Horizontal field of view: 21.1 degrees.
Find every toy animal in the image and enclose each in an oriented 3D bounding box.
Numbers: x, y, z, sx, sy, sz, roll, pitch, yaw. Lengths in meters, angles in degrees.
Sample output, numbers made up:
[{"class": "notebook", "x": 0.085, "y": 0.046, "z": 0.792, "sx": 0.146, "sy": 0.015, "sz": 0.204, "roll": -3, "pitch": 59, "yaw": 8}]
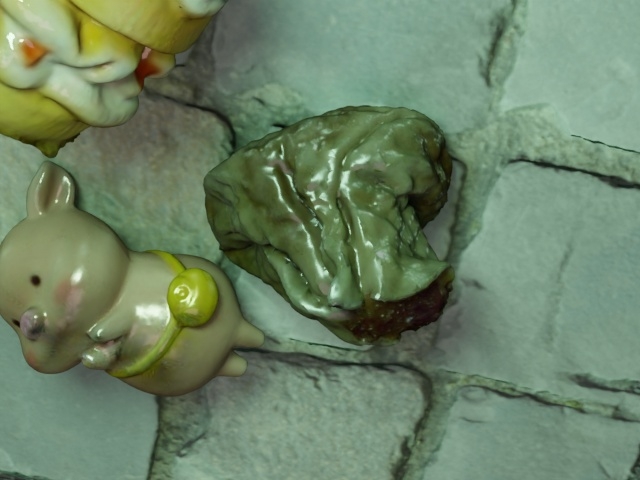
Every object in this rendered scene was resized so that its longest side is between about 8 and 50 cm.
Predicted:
[{"class": "toy animal", "x": -0.172, "y": 0.058, "z": 1.525, "sx": 0.248, "sy": 0.149, "sz": 0.165, "roll": 27, "pitch": 116, "yaw": -7}]

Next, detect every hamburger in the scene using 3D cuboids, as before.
[{"class": "hamburger", "x": -0.179, "y": -0.223, "z": 1.214, "sx": 0.237, "sy": 0.276, "sz": 0.276, "roll": -35, "pitch": 120, "yaw": 18}]

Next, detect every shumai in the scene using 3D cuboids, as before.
[{"class": "shumai", "x": 0.001, "y": -0.003, "z": 1.419, "sx": 0.218, "sy": 0.185, "sz": 0.184, "roll": -6, "pitch": 130, "yaw": 11}]
